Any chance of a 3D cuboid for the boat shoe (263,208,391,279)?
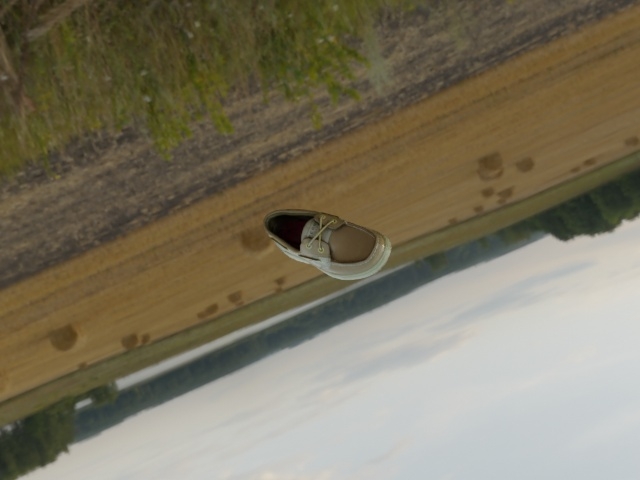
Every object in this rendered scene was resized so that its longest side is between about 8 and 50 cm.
[{"bbox_3d":[0.000,0.000,0.629,0.135,0.050,0.045,8,160,45],"label":"boat shoe"}]
